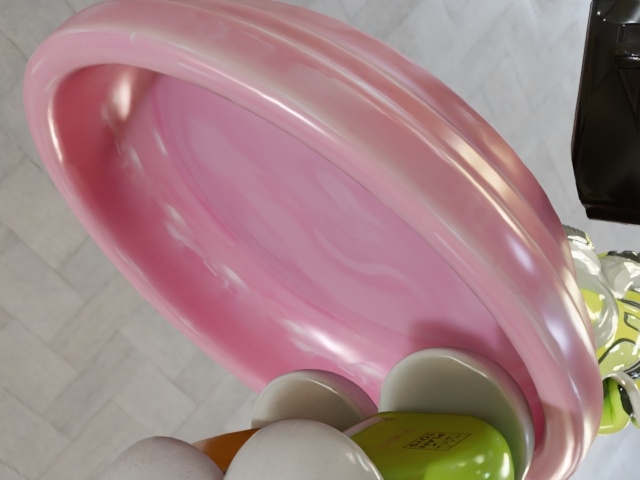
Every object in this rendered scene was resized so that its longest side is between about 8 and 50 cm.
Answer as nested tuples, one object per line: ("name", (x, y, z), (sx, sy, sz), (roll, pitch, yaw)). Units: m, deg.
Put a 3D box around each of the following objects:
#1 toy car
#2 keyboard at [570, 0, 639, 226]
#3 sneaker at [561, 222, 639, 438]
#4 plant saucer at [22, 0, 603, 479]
("toy car", (0.006, 0.129, 0.471), (0.159, 0.182, 0.136), (-17, 92, -52))
("keyboard", (0.283, -0.091, 0.525), (0.033, 0.317, 0.202), (4, 94, -64))
("sneaker", (0.215, 0.089, 0.891), (0.384, 0.145, 0.147), (8, 63, -51))
("plant saucer", (0.000, 0.000, 0.566), (0.084, 0.332, 0.332), (-52, 140, -24))
